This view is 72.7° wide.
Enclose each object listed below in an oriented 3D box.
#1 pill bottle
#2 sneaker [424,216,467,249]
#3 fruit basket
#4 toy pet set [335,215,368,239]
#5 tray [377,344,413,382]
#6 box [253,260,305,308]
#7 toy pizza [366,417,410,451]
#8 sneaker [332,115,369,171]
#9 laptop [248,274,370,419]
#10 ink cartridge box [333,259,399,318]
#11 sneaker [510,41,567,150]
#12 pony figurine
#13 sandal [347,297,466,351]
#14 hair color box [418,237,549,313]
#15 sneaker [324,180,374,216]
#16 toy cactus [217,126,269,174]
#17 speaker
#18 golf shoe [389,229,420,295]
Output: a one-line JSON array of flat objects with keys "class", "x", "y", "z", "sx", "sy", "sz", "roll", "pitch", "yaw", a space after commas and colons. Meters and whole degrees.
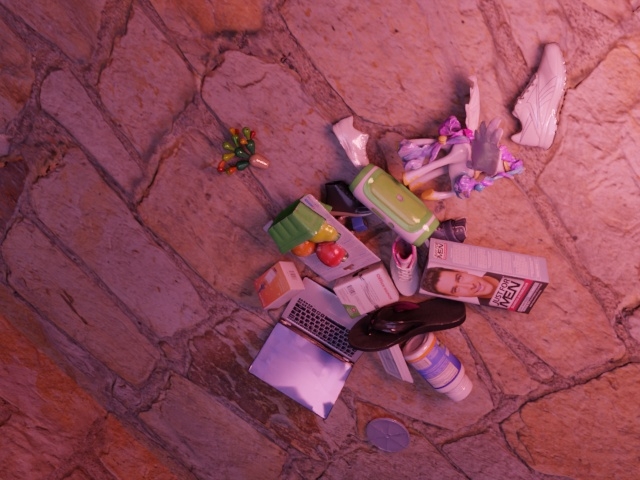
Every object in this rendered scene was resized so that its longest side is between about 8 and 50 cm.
[{"class": "pill bottle", "x": 0.461, "y": 0.492, "z": 1.694, "sx": 0.272, "sy": 0.152, "sz": 0.152, "roll": 46, "pitch": 119, "yaw": -7}, {"class": "sneaker", "x": 0.403, "y": -0.063, "z": 1.483, "sx": 0.163, "sy": 0.086, "sz": 0.226, "roll": -27, "pitch": 114, "yaw": 37}, {"class": "fruit basket", "x": 0.000, "y": 0.000, "z": 1.605, "sx": 0.353, "sy": 0.165, "sz": 0.327, "roll": 36, "pitch": 144, "yaw": -19}, {"class": "toy pet set", "x": 0.119, "y": -0.044, "z": 1.604, "sx": 0.114, "sy": 0.065, "sz": 0.122, "roll": -20, "pitch": 107, "yaw": 25}, {"class": "tray", "x": 0.271, "y": 0.458, "z": 1.717, "sx": 0.145, "sy": 0.030, "sz": 0.270, "roll": 14, "pitch": 137, "yaw": 48}, {"class": "box", "x": -0.169, "y": 0.182, "z": 1.758, "sx": 0.170, "sy": 0.091, "sz": 0.130, "roll": -39, "pitch": 65, "yaw": 28}, {"class": "toy pizza", "x": 0.311, "y": 0.885, "z": 1.993, "sx": 0.201, "sy": 0.032, "sz": 0.201, "roll": 7, "pitch": 115, "yaw": 15}, {"class": "sneaker", "x": 0.130, "y": -0.319, "z": 1.473, "sx": 0.094, "sy": 0.080, "sz": 0.212, "roll": -31, "pitch": 101, "yaw": 15}, {"class": "laptop", "x": -0.018, "y": 0.435, "z": 1.774, "sx": 0.382, "sy": 0.236, "sz": 0.408, "roll": 31, "pitch": 119, "yaw": 1}, {"class": "ink cartridge box", "x": 0.178, "y": 0.189, "z": 1.671, "sx": 0.208, "sy": 0.087, "sz": 0.153, "roll": -25, "pitch": 104, "yaw": 20}, {"class": "sneaker", "x": 0.626, "y": -0.408, "z": 1.251, "sx": 0.129, "sy": 0.111, "sz": 0.297, "roll": 8, "pitch": 115, "yaw": 21}, {"class": "pony figurine", "x": 0.424, "y": -0.268, "z": 1.316, "sx": 0.364, "sy": 0.302, "sz": 0.351, "roll": -11, "pitch": 142, "yaw": 19}, {"class": "sandal", "x": 0.306, "y": 0.280, "z": 1.599, "sx": 0.446, "sy": 0.167, "sz": 0.107, "roll": -18, "pitch": 125, "yaw": 2}, {"class": "hair color box", "x": 0.539, "y": 0.121, "z": 1.472, "sx": 0.375, "sy": 0.113, "sz": 0.185, "roll": 11, "pitch": 138, "yaw": 9}, {"class": "sneaker", "x": 0.118, "y": -0.152, "z": 1.544, "sx": 0.222, "sy": 0.083, "sz": 0.118, "roll": 0, "pitch": 114, "yaw": 19}, {"class": "toy cactus", "x": -0.277, "y": -0.315, "z": 1.603, "sx": 0.180, "sy": 0.112, "sz": 0.219, "roll": 24, "pitch": 118, "yaw": -15}, {"class": "speaker", "x": 0.237, "y": -0.115, "z": 1.409, "sx": 0.296, "sy": 0.131, "sz": 0.131, "roll": 41, "pitch": 120, "yaw": 5}, {"class": "golf shoe", "x": 0.298, "y": 0.082, "z": 1.564, "sx": 0.115, "sy": 0.140, "sz": 0.306, "roll": -2, "pitch": 115, "yaw": 17}]
